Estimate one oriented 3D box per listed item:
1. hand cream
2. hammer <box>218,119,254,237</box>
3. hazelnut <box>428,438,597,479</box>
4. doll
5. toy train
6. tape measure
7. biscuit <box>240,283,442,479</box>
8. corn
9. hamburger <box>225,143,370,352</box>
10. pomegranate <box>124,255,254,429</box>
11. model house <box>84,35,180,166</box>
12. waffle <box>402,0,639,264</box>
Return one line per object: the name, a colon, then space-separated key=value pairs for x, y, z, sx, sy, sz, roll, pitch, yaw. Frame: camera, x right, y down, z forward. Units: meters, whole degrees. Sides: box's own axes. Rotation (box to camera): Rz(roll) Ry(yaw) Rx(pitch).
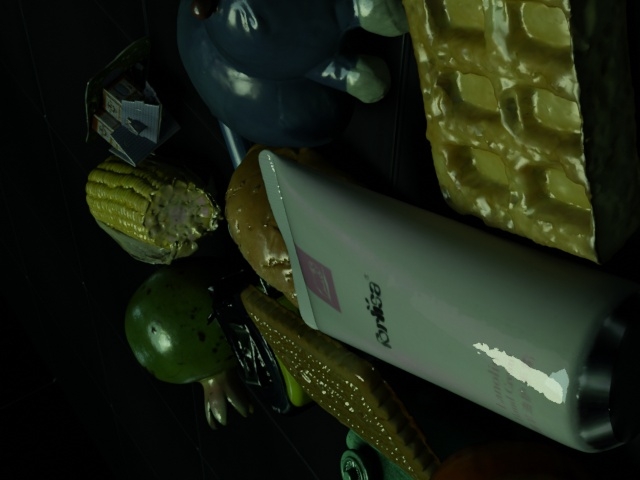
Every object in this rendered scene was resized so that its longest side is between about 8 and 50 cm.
hand cream: x=0.087 y=0.045 z=0.862 sx=0.359 sy=0.118 sz=0.185 roll=19 pitch=137 yaw=43
hammer: x=-0.077 y=-0.078 z=1.247 sx=0.116 sy=0.069 sz=0.194 roll=4 pitch=114 yaw=66
hazelnut: x=0.169 y=0.265 z=0.950 sx=0.214 sy=0.176 sz=0.214 roll=-19 pitch=-90 yaw=-85
doll: x=-0.033 y=-0.177 z=0.937 sx=0.228 sy=0.154 sz=0.258 roll=51 pitch=168 yaw=13
toy train: x=0.106 y=0.219 z=1.154 sx=0.248 sy=0.101 sz=0.159 roll=30 pitch=125 yaw=53
tape measure: x=-0.045 y=0.115 z=1.333 sx=0.186 sy=0.112 sz=0.199 roll=63 pitch=159 yaw=-5
biscuit: x=0.019 y=0.141 z=1.090 sx=0.254 sy=0.029 sz=0.172 roll=27 pitch=154 yaw=56
corn: x=-0.227 y=-0.053 z=1.523 sx=0.305 sy=0.123 sz=0.122 roll=23 pitch=138 yaw=61
hamburger: x=0.000 y=0.000 z=1.078 sx=0.262 sy=0.131 sz=0.124 roll=40 pitch=148 yaw=35
pomegranate: x=-0.151 y=0.132 z=1.484 sx=0.225 sy=0.187 sz=0.187 roll=67 pitch=158 yaw=2
model house: x=-0.231 y=-0.165 z=1.451 sx=0.088 sy=0.117 sz=0.167 roll=41 pitch=152 yaw=9
waffle: x=0.125 y=-0.128 z=0.739 sx=0.168 sy=0.057 sz=0.274 roll=25 pitch=137 yaw=51
